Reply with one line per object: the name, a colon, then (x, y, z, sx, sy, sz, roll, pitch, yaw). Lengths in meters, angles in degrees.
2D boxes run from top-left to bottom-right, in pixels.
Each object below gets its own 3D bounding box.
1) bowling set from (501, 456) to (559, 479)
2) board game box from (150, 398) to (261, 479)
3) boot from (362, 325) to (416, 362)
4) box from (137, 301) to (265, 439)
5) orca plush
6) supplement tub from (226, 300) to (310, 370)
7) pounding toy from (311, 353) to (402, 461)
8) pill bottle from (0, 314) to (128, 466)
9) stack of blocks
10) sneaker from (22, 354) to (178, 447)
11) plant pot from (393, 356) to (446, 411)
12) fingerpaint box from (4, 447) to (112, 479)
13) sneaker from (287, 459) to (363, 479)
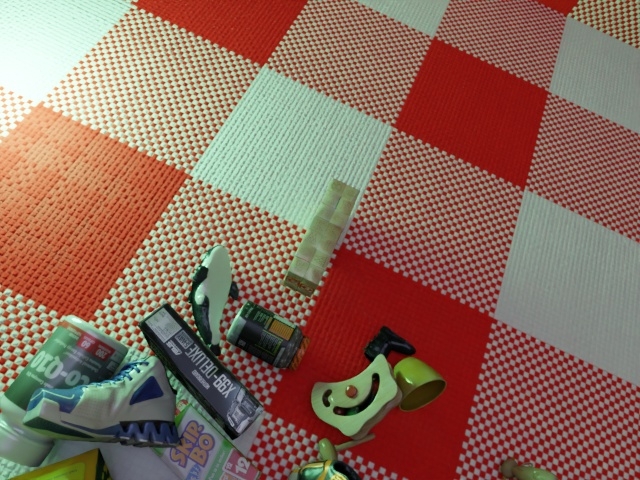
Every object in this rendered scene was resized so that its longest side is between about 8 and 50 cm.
bowling set: (0.484, 0.699, 1.035, 0.287, 0.154, 0.200, -42, 99, -25)
board game box: (-0.273, 0.499, 1.014, 0.259, 0.039, 0.124, 39, 65, 10)
boot: (0.184, 0.299, 1.182, 0.121, 0.045, 0.099, 35, 63, 13)
box: (-0.266, 0.302, 0.982, 0.307, 0.242, 0.076, 44, 62, 8)
orca plush: (-0.296, 0.159, 1.146, 0.151, 0.102, 0.288, 8, 69, -57)
supplement tub: (-0.128, 0.244, 1.104, 0.190, 0.117, 0.117, 28, 65, 2)
pounding toy: (0.081, 0.407, 1.090, 0.269, 0.155, 0.154, -41, 54, -6)
pill bottle: (-0.575, 0.323, 0.958, 0.161, 0.161, 0.283, 29, 65, 2)
stack of blocks: (0.000, 0.000, 1.204, 0.087, 0.171, 0.297, 25, 66, 0)
sneaker: (-0.433, 0.327, 0.930, 0.315, 0.127, 0.182, 33, 44, -40)
plant pot: (0.241, 0.360, 1.132, 0.134, 0.134, 0.095, -14, 45, -16)
fingerpaint box: (-0.590, 0.617, 0.723, 0.444, 0.163, 0.371, -15, 27, -17)
sneaker: (0.037, 0.626, 0.908, 0.180, 0.124, 0.321, -25, 57, 18)
